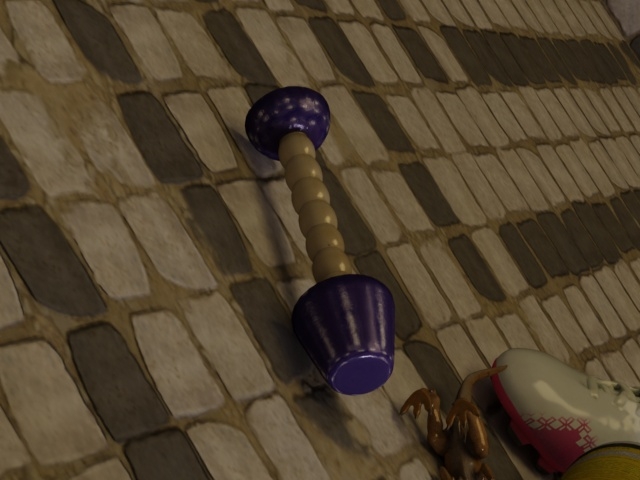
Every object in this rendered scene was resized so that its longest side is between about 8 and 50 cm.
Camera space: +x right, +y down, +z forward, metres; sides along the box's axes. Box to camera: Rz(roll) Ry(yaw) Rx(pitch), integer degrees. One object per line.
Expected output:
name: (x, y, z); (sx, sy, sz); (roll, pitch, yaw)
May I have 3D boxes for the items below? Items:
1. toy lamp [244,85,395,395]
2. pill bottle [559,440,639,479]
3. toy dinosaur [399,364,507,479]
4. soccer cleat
toy lamp: (0.000, 0.000, 1.487); (0.080, 0.080, 0.275); (38, 24, -40)
pill bottle: (0.226, 0.239, 1.563); (0.119, 0.119, 0.208); (57, 20, 4)
toy dinosaur: (0.109, 0.152, 1.542); (0.112, 0.064, 0.211); (62, 21, -43)
soccer cleat: (0.283, 0.169, 1.760); (0.331, 0.143, 0.116); (39, 26, -37)
